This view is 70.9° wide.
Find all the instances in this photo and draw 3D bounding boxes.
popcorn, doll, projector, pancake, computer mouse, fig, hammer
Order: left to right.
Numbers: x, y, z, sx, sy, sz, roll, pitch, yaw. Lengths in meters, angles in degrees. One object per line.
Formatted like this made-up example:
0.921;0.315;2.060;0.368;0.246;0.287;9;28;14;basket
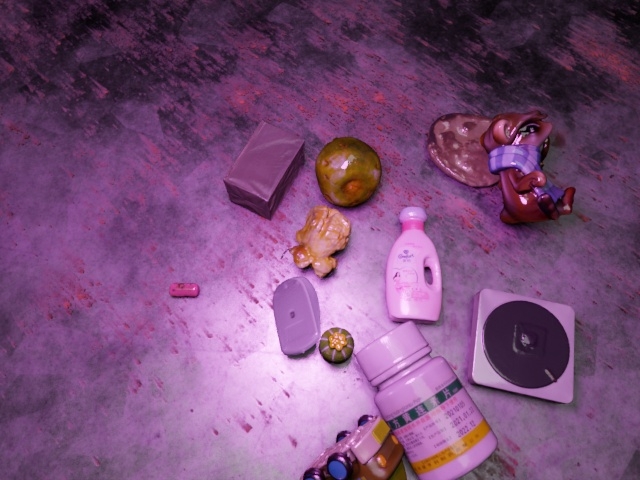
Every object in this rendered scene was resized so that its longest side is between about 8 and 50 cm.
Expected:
-0.388;0.140;1.282;0.083;0.043;0.043;0;68;1;hammer
-0.060;0.200;1.216;0.127;0.079;0.231;-27;52;22;computer mouse
-0.005;-0.005;1.286;0.168;0.173;0.195;36;99;50;popcorn
0.067;-0.241;1.366;0.206;0.206;0.275;-11;48;-4;fig
0.483;-0.298;1.451;0.294;0.049;0.295;1;69;-3;pancake
0.536;0.280;1.206;0.257;0.079;0.259;12;69;5;projector
0.591;-0.205;1.276;0.209;0.318;0.340;-16;80;14;doll

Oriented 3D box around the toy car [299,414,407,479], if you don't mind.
0.094;0.544;1.023;0.248;0.204;0.198;-44;77;25;toy car

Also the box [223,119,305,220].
-0.164;-0.208;1.361;0.148;0.155;0.231;26;69;7;box

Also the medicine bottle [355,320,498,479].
0.244;0.386;1.095;0.208;0.208;0.340;-29;71;-11;medicine bottle

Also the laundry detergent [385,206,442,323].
0.268;0.066;1.286;0.158;0.088;0.335;6;68;-3;laundry detergent

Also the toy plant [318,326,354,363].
0.041;0.272;1.163;0.092;0.162;0.093;0;69;1;toy plant
